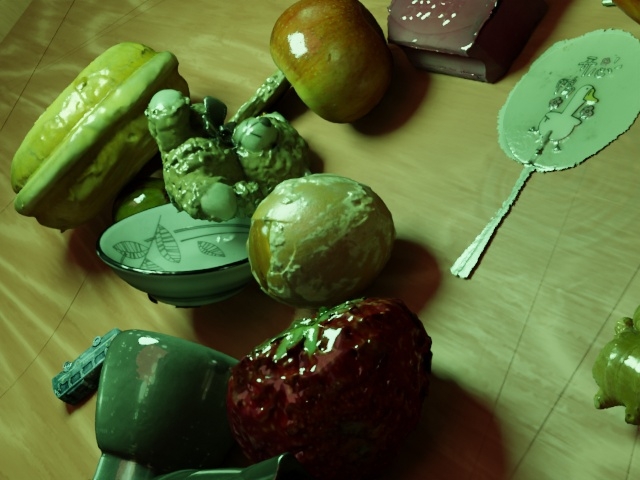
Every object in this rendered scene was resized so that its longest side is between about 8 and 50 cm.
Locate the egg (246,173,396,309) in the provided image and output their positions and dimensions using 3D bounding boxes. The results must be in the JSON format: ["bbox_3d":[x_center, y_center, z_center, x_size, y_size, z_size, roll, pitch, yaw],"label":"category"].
[{"bbox_3d":[0.000,0.000,1.504,0.233,0.195,0.195,-15,49,47],"label":"egg"}]

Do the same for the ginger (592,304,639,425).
[{"bbox_3d":[0.346,0.145,1.100,0.115,0.081,0.205,-14,32,-3],"label":"ginger"}]

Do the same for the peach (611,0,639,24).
[{"bbox_3d":[0.452,-0.396,1.240,0.370,0.370,0.370,-28,42,28],"label":"peach"}]

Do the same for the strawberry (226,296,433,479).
[{"bbox_3d":[0.017,0.197,1.314,0.274,0.220,0.274,-24,1,0],"label":"strawberry"}]

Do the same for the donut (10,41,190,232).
[{"bbox_3d":[-0.420,-0.193,2.022,0.449,0.198,0.449,-44,8,8],"label":"donut"}]

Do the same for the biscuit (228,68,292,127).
[{"bbox_3d":[-0.115,-0.238,1.894,0.228,0.031,0.176,-45,-1,-22],"label":"biscuit"}]

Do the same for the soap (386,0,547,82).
[{"bbox_3d":[0.211,-0.341,1.658,0.250,0.099,0.162,22,83,53],"label":"soap"}]

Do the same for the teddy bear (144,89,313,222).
[{"bbox_3d":[-0.134,-0.128,1.731,0.256,0.156,0.267,-14,61,-19],"label":"teddy bear"}]

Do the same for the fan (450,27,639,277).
[{"bbox_3d":[0.297,-0.124,1.441,0.233,0.012,0.415,20,74,53],"label":"fan"}]

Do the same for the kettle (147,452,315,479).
[{"bbox_3d":[-0.066,0.407,1.204,0.324,0.228,0.321,-19,80,45],"label":"kettle"}]

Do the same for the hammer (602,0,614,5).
[{"bbox_3d":[0.460,-0.334,1.446,0.182,0.017,0.062,12,68,52],"label":"hammer"}]

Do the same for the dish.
[{"bbox_3d":[-0.196,0.029,1.702,0.316,0.106,0.316,-6,22,2],"label":"dish"}]

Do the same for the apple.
[{"bbox_3d":[0.025,-0.300,1.726,0.173,0.210,0.235,-38,51,8],"label":"apple"}]

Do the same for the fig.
[{"bbox_3d":[-0.352,-0.027,1.986,0.236,0.124,0.124,-38,36,38],"label":"fig"}]

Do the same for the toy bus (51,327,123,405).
[{"bbox_3d":[-0.398,0.221,1.862,0.166,0.047,0.065,-39,41,15],"label":"toy bus"}]

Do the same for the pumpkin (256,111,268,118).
[{"bbox_3d":[-0.089,-0.176,1.869,0.083,0.054,0.074,37,92,33],"label":"pumpkin"}]

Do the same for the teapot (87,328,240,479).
[{"bbox_3d":[-0.255,0.288,1.517,0.305,0.223,0.285,-1,66,44],"label":"teapot"}]
